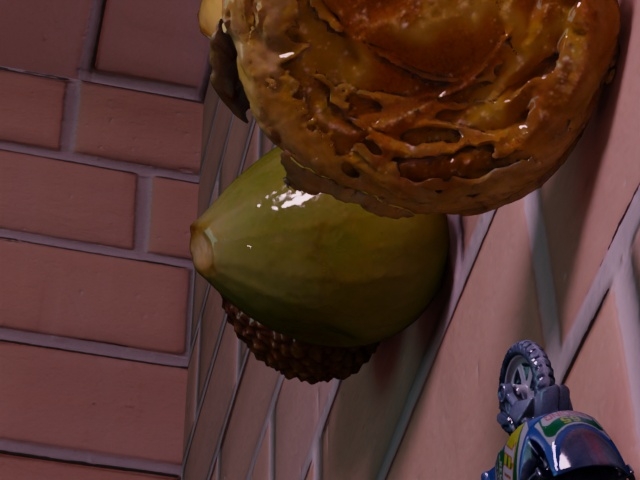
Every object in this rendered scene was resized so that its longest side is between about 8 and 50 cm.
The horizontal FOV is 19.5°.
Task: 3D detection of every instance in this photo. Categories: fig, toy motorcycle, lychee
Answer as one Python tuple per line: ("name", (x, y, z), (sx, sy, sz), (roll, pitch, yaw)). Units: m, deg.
("fig", (0.005, 0.005, 1.732), (0.207, 0.230, 0.207), (61, 180, 0))
("toy motorcycle", (0.141, 0.190, 1.151), (0.135, 0.092, 0.254), (179, 92, -71))
("lychee", (-0.017, 0.038, 1.929), (0.200, 0.200, 0.238), (115, 144, -58))

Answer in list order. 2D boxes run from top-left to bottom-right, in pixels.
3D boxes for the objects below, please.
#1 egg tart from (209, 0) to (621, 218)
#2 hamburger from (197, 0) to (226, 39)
("egg tart", (0.063, -0.153, 1.325), (0.132, 0.297, 0.297), (-118, 38, -72))
("hamburger", (0.031, -0.257, 1.794), (0.237, 0.276, 0.276), (-63, 14, 15))
